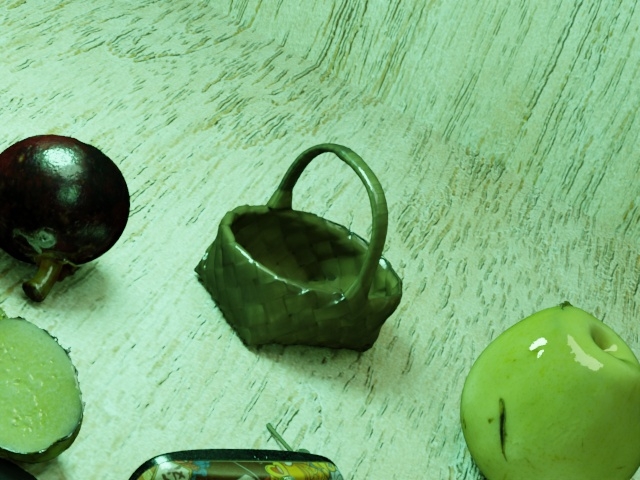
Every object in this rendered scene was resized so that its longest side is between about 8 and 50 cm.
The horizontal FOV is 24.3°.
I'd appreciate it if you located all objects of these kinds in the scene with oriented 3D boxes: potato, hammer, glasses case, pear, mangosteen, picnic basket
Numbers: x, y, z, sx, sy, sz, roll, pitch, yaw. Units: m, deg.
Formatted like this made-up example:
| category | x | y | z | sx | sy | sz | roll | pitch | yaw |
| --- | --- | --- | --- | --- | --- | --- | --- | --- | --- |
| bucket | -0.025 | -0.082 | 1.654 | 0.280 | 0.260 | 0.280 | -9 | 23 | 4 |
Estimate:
| category | x | y | z | sx | sy | sz | roll | pitch | yaw |
| --- | --- | --- | --- | --- | --- | --- | --- | --- | --- |
| potato | -0.386 | 0.198 | 1.917 | 0.164 | 0.081 | 0.200 | -29 | 70 | -20 |
| hammer | -0.050 | 0.296 | 2.158 | 0.019 | 0.035 | 0.110 | 7 | 23 | -35 |
| glasses case | -0.109 | 0.331 | 1.911 | 0.321 | 0.122 | 0.082 | 7 | 30 | -36 |
| pear | 0.373 | 0.263 | 2.329 | 0.309 | 0.309 | 0.309 | 22 | 25 | -11 |
| mangosteen | -0.404 | -0.028 | 2.258 | 0.235 | 0.235 | 0.261 | 13 | 67 | -28 |
| picnic basket | 0.000 | 0.000 | 2.444 | 0.337 | 0.337 | 0.293 | 5 | 32 | -39 |

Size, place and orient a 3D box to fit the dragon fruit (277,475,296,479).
| category | x | y | z | sx | sy | sz | roll | pitch | yaw |
| --- | --- | --- | --- | --- | --- | --- | --- | --- | --- |
| dragon fruit | -0.044 | 0.396 | 1.840 | 0.150 | 0.208 | 0.133 | -9 | -12 | 32 |

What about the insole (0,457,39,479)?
| category | x | y | z | sx | sy | sz | roll | pitch | yaw |
| --- | --- | --- | --- | --- | --- | --- | --- | --- | --- |
| insole | -0.325 | 0.350 | 1.799 | 0.348 | 0.009 | 0.119 | 32 | 26 | 12 |

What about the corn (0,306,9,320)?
| category | x | y | z | sx | sy | sz | roll | pitch | yaw |
| --- | --- | --- | --- | --- | --- | --- | --- | --- | --- |
| corn | -0.538 | 0.120 | 1.919 | 0.322 | 0.119 | 0.119 | 6 | 31 | -51 |
